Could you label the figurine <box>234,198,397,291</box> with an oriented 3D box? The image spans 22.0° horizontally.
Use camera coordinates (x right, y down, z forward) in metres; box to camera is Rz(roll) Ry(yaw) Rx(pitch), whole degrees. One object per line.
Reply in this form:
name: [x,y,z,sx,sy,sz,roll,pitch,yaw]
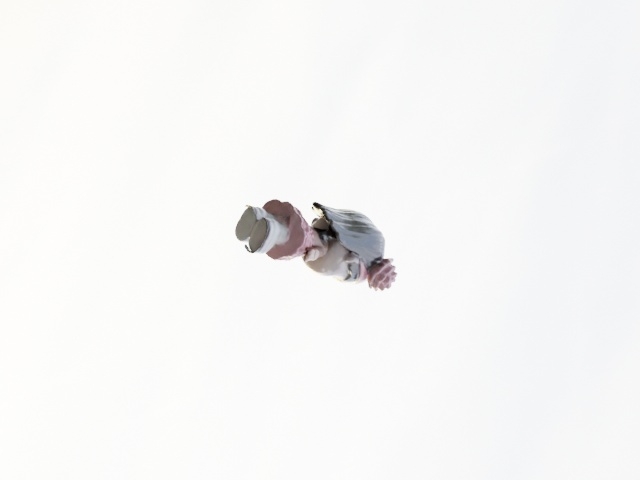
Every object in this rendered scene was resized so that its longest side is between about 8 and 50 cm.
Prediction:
figurine: [0.000,0.000,1.232,0.072,0.129,0.054,39,-74,45]
